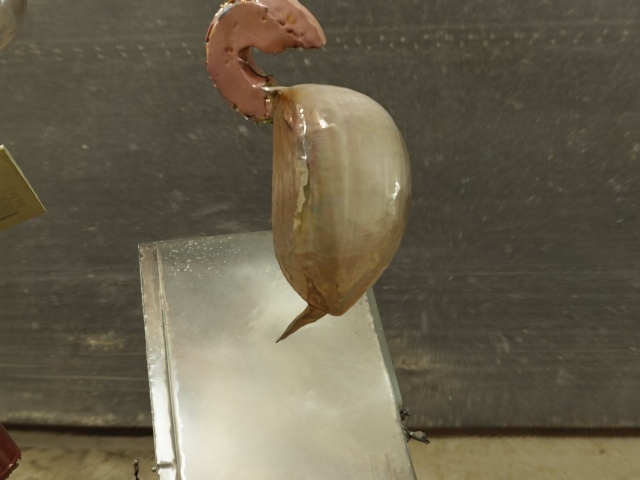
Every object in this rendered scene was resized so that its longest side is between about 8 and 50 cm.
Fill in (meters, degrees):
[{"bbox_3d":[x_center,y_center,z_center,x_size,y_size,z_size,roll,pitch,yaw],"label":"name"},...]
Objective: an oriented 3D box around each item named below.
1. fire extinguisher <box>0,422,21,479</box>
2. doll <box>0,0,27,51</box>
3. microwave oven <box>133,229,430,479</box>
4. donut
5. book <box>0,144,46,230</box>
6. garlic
[{"bbox_3d":[-0.584,0.253,1.471,0.147,0.337,0.106,11,46,40],"label":"fire extinguisher"},{"bbox_3d":[-0.463,-0.335,1.163,0.221,0.221,0.251,8,84,8],"label":"doll"},{"bbox_3d":[-0.066,0.221,1.284,0.375,0.236,0.432,-6,52,-9],"label":"microwave oven"},{"bbox_3d":[-0.103,-0.331,1.650,0.199,0.085,0.233,37,122,5],"label":"donut"},{"bbox_3d":[-0.610,-0.077,1.700,0.168,0.192,0.013,-24,53,-6],"label":"book"},{"bbox_3d":[0.004,-0.018,0.693,0.090,0.129,0.198,-6,94,-36],"label":"garlic"}]
